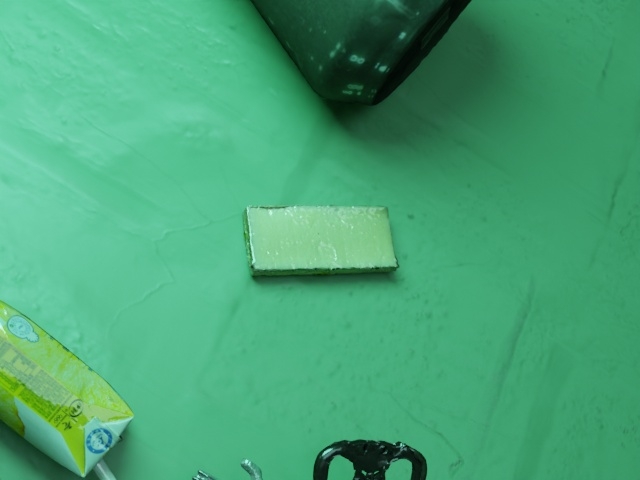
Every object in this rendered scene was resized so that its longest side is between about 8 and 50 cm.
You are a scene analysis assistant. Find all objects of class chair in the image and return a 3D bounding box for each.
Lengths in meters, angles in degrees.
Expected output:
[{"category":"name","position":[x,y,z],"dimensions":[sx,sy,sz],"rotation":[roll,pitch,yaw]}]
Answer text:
[{"category":"chair","position":[0.043,0.283,0.685],"dimensions":[0.106,0.113,0.229],"rotation":[6,94,-22]}]

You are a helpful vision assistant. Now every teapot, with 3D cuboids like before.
[{"category":"teapot","position":[-0.002,-0.325,0.860],"dimensions":[0.344,0.253,0.300],"rotation":[43,28,2]}]

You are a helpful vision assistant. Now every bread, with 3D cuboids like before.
[{"category":"bread","position":[0.000,0.000,0.849],"dimensions":[0.154,0.028,0.068],"rotation":[-1,72,-22]}]

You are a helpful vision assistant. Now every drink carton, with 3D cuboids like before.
[{"category":"drink carton","position":[-0.200,0.132,0.690],"dimensions":[0.200,0.084,0.074],"rotation":[40,72,-6]}]

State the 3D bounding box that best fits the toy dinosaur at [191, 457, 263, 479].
[{"category":"toy dinosaur","position":[-0.024,0.259,0.740],"dimensions":[0.209,0.039,0.082],"rotation":[35,62,-10]}]
